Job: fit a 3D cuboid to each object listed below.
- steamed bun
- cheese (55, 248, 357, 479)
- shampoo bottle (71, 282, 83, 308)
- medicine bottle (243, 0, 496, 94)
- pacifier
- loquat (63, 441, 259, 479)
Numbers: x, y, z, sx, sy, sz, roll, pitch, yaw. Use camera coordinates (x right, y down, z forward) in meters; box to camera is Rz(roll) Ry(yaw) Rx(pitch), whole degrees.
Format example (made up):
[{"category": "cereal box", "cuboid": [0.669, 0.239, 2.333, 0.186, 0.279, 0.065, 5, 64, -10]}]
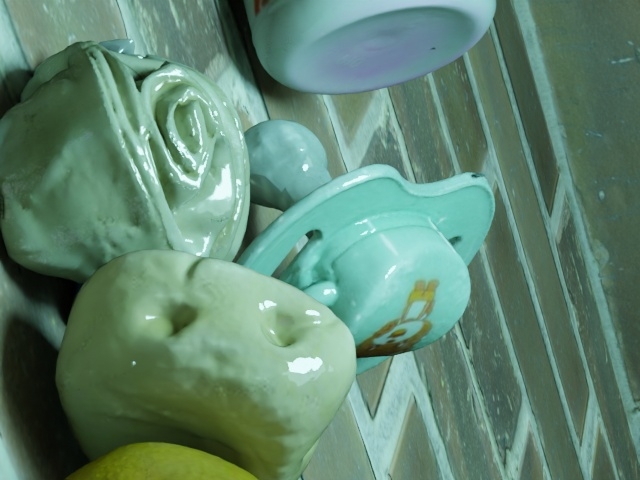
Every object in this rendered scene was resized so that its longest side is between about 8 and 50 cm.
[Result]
[{"category": "steamed bun", "cuboid": [-0.133, -0.067, 1.493, 0.218, 0.144, 0.211, 26, 49, -36]}, {"category": "cheese", "cuboid": [-0.082, 0.109, 1.440, 0.235, 0.218, 0.117, 50, 36, -34]}, {"category": "shampoo bottle", "cuboid": [-0.161, 0.000, 1.582, 0.087, 0.050, 0.183, 45, 37, -46]}, {"category": "medicine bottle", "cuboid": [0.027, -0.340, 2.036, 0.256, 0.256, 0.325, 30, 44, -68]}, {"category": "pacifier", "cuboid": [0.000, 0.000, 1.888, 0.343, 0.288, 0.269, 8, 36, -52]}, {"category": "loquat", "cuboid": [-0.107, 0.240, 1.349, 0.208, 0.208, 0.208, -11, 90, -73]}]
